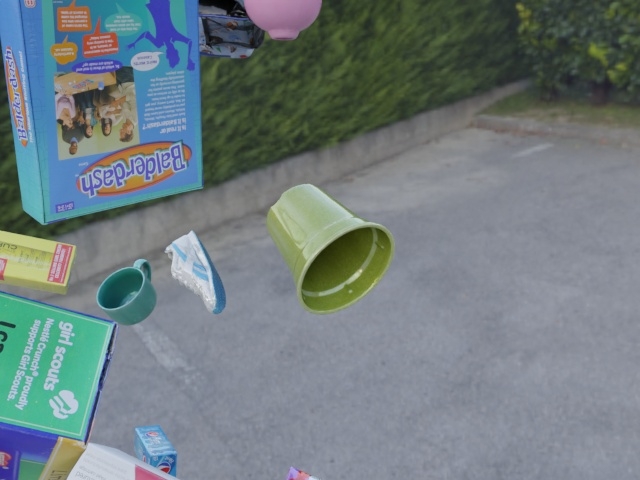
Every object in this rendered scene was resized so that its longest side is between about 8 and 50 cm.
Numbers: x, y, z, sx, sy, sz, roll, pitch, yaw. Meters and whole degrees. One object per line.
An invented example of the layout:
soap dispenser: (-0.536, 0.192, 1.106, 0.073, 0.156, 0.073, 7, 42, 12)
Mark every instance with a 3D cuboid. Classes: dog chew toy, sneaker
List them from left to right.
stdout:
sneaker: (-0.293, 0.087, 1.667, 0.092, 0.087, 0.228, -29, 58, -2)
dog chew toy: (-0.064, -0.502, 1.157, 0.206, 0.332, 0.206, -1, 9, 0)

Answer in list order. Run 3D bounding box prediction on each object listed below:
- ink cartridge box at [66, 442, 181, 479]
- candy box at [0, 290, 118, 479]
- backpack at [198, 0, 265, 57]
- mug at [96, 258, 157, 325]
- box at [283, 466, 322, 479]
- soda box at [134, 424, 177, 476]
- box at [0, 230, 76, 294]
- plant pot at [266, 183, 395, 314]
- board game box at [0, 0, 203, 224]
ink cartridge box: (-0.350, 0.526, 1.175, 0.226, 0.306, 0.131, 19, -19, 15)
candy box: (-0.362, 0.130, 0.590, 0.317, 0.268, 0.122, 17, 51, -19)
backpack: (-0.241, -0.525, 1.503, 0.263, 0.213, 0.276, 6, 60, -8)
mug: (-0.463, 0.137, 1.753, 0.158, 0.097, 0.129, -39, 47, -14)
box: (0.002, 0.589, 1.396, 0.201, 0.057, 0.293, 24, 17, -1)
soda box: (-0.443, 0.563, 1.881, 0.071, 0.067, 0.210, 1, 7, -26)
box: (-0.570, 0.032, 1.276, 0.232, 0.087, 0.058, 13, -24, -14)
plant pot: (0.000, 0.000, 1.759, 0.276, 0.276, 0.254, -15, 45, -30)
board game box: (-0.180, -0.133, 0.601, 0.160, 0.210, 0.047, -18, 31, -40)
